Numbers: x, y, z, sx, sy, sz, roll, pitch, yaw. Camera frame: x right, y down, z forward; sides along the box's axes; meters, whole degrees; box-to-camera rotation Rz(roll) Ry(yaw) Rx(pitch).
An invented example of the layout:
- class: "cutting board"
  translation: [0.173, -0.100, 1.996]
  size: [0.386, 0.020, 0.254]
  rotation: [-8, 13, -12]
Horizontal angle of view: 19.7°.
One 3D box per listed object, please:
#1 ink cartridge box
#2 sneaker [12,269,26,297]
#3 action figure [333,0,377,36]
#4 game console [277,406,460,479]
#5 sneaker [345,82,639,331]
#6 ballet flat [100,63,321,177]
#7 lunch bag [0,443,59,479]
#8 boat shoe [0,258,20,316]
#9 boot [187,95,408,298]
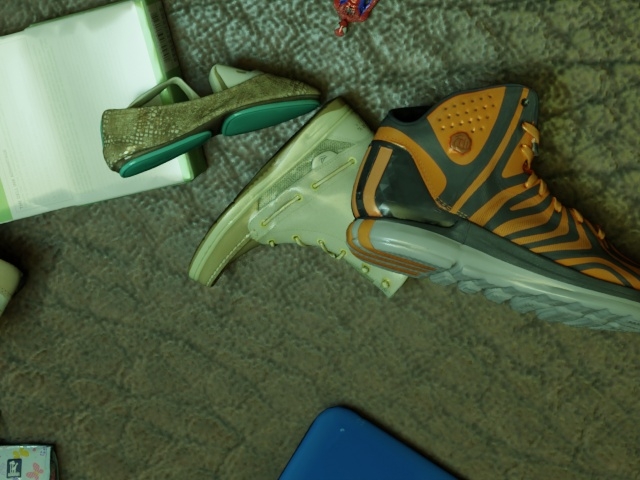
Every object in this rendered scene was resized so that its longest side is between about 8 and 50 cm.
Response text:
- class: "ink cartridge box"
  translation: [-0.238, -0.113, 1.672]
  size: [0.235, 0.056, 0.171]
  rotation: [-12, 101, 14]
- class: "sneaker"
  translation: [-0.358, 0.037, 1.729]
  size: [0.161, 0.057, 0.075]
  rotation: [-12, 107, 16]
- class: "action figure"
  translation: [0.039, -0.230, 1.609]
  size: [0.038, 0.030, 0.115]
  rotation: [24, 109, -2]
- class: "game console"
  translation: [0.051, 0.344, 1.716]
  size: [0.293, 0.173, 0.250]
  rotation: [33, 63, -1]
- class: "sneaker"
  translation: [0.188, -0.034, 1.580]
  size: [0.321, 0.124, 0.180]
  rotation: [18, 78, -19]
- class: "ballet flat"
  translation: [-0.098, -0.118, 1.606]
  size: [0.206, 0.073, 0.067]
  rotation: [-20, 78, -24]
- class: "lunch bag"
  translation: [-0.289, 0.236, 1.769]
  size: [0.071, 0.053, 0.083]
  rotation: [0, 100, 4]
- class: "boat shoe"
  translation: [-0.435, -0.014, 1.673]
  size: [0.341, 0.121, 0.110]
  rotation: [31, 76, -1]
- class: "boot"
  translation: [0.000, 0.000, 1.646]
  size: [0.165, 0.077, 0.213]
  rotation: [43, 101, -4]
